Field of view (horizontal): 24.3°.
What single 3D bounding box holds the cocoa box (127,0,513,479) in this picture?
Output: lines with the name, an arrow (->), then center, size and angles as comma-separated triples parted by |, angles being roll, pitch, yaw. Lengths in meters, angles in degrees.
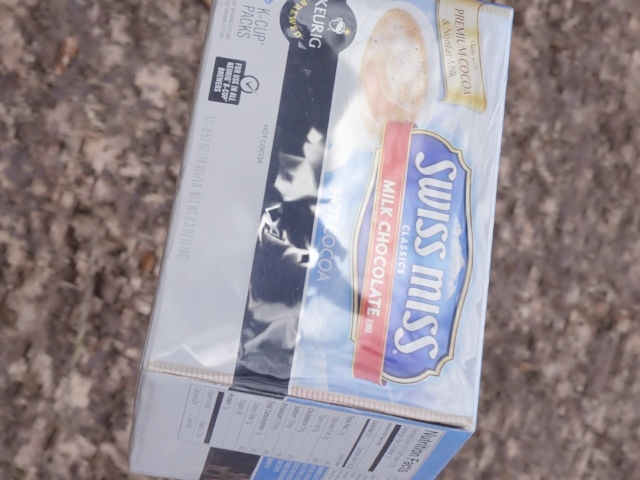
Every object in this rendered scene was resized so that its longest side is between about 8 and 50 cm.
cocoa box -> 0.000, 0.000, 1.120 | 0.231, 0.228, 0.347 | 110, -11, -64
